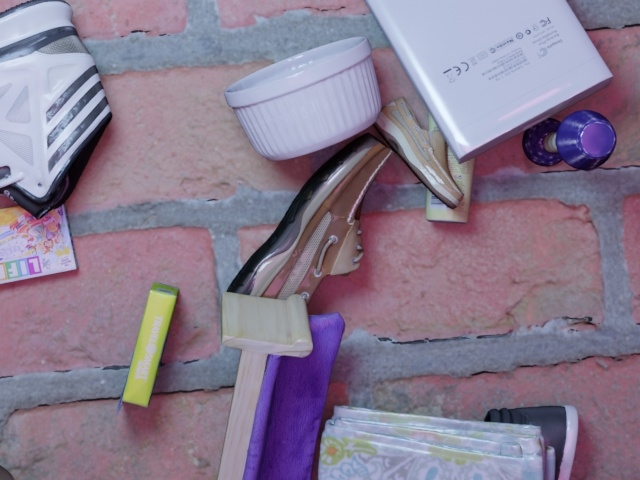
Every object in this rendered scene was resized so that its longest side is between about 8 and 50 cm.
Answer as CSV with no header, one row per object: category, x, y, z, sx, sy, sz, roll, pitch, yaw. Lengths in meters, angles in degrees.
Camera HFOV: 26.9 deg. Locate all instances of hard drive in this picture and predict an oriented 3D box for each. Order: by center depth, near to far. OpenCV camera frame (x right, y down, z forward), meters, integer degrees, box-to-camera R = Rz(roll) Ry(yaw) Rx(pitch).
hard drive,0.205,-0.308,1.820,0.233,0.047,0.353,-28,76,-1

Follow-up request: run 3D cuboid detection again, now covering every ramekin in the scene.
ramekin,-0.016,-0.187,1.800,0.207,0.207,0.109,-21,104,-1

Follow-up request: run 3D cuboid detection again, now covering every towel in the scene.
towel,0.152,0.423,1.849,0.320,0.090,0.375,5,98,18

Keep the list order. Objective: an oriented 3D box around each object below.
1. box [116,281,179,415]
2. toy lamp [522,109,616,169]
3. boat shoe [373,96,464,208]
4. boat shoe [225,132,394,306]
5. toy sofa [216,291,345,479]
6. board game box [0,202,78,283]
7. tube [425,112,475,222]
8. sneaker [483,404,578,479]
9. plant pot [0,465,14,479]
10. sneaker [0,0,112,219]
box,-0.238,0.152,1.855,0.042,0.109,0.178,15,93,-5
toy lamp,0.333,-0.134,1.779,0.080,0.275,0.080,0,95,-3
boat shoe,0.146,-0.128,1.839,0.072,0.068,0.190,-39,65,2
boat shoe,0.000,0.000,1.860,0.120,0.122,0.324,37,100,-10
toy sofa,-0.074,0.263,1.804,0.177,0.150,0.363,9,110,-6
board game box,-0.426,0.004,1.877,0.154,0.026,0.104,-11,95,-2
tube,0.188,-0.144,1.884,0.070,0.062,0.240,3,90,-38
sneaker,0.271,0.371,1.902,0.146,0.104,0.296,9,89,0
plant pot,-0.454,0.458,1.813,0.263,0.263,0.229,-47,111,1
sneaker,-0.488,-0.120,1.783,0.447,0.169,0.258,-27,87,-3
